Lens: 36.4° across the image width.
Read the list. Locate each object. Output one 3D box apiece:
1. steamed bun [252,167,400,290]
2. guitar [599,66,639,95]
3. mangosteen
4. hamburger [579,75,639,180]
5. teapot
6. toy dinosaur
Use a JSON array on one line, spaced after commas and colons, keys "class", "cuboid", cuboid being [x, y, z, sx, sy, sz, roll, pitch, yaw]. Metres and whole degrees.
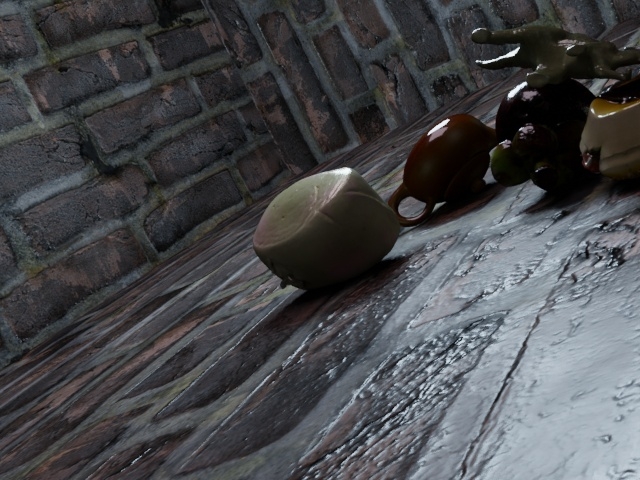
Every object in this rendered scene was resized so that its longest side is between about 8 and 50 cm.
[{"class": "steamed bun", "cuboid": [0.000, 0.000, 1.551, 0.238, 0.170, 0.152, -23, 32, 46]}, {"class": "guitar", "cuboid": [0.562, -0.278, 1.563, 0.271, 0.084, 0.038, -39, 8, -9]}, {"class": "mangosteen", "cuboid": [0.326, -0.155, 1.425, 0.184, 0.172, 0.172, -38, 11, -17]}, {"class": "hamburger", "cuboid": [0.434, -0.151, 1.243, 0.210, 0.116, 0.173, -27, 15, -26]}, {"class": "teapot", "cuboid": [0.222, -0.116, 1.712, 0.252, 0.135, 0.178, -46, -25, -5]}, {"class": "toy dinosaur", "cuboid": [0.338, -0.249, 1.331, 0.294, 0.077, 0.162, 15, 19, 26]}]
